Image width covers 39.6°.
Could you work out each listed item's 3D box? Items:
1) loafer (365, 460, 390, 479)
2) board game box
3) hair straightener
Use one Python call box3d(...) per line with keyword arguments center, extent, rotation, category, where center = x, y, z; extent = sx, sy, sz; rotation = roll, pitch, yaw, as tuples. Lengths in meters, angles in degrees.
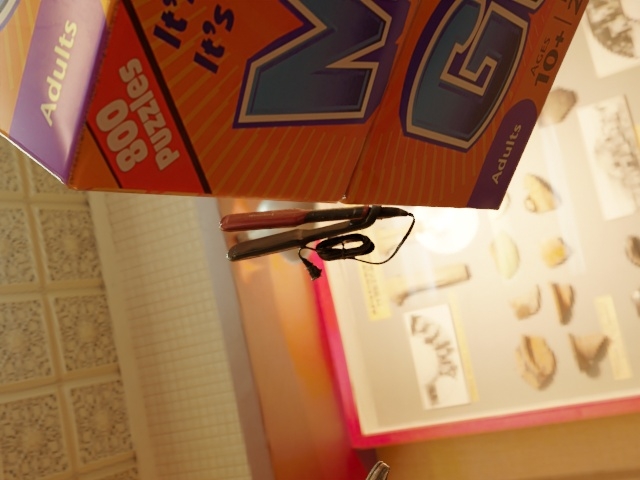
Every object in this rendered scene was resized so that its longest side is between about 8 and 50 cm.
box3d(center=(0.072, 0.373, 1.242), extent=(0.125, 0.039, 0.045), rotation=(-63, -33, -9), category="loafer")
box3d(center=(-0.048, -0.254, 0.535), extent=(0.356, 0.356, 0.356), rotation=(-1, -63, -50), category="board game box")
box3d(center=(0.000, 0.000, 1.058), extent=(0.047, 0.230, 0.089), rotation=(-98, 0, -65), category="hair straightener")
